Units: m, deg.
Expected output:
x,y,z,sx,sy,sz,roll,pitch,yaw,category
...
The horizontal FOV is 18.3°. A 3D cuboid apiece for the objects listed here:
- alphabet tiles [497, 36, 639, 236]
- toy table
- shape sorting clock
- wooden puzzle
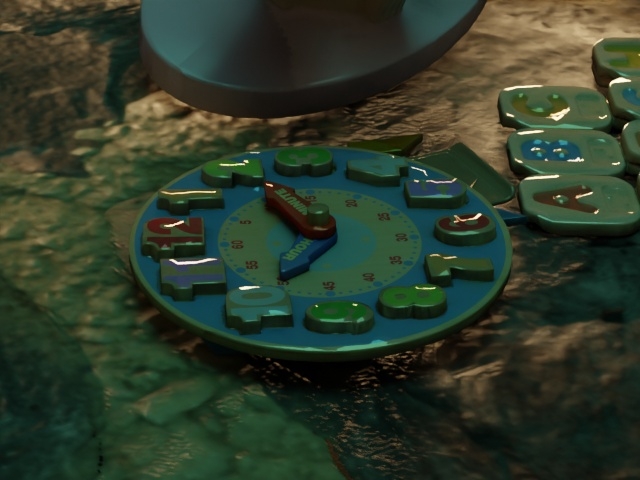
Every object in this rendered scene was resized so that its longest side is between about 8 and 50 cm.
x,y,z,sx,sy,sz,roll,pitch,yaw,category
0.252,-0.053,1.203,0.278,0.021,0.284,1,32,-3,alphabet tiles
0.014,-0.207,1.248,0.252,0.161,0.274,34,52,17,toy table
0.000,0.000,1.066,0.206,0.040,0.206,-2,33,2,shape sorting clock
0.067,-0.031,1.161,0.078,0.014,0.116,-13,35,-17,wooden puzzle
